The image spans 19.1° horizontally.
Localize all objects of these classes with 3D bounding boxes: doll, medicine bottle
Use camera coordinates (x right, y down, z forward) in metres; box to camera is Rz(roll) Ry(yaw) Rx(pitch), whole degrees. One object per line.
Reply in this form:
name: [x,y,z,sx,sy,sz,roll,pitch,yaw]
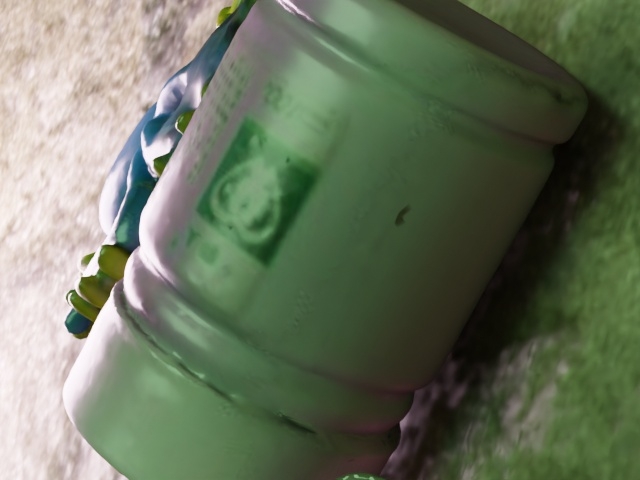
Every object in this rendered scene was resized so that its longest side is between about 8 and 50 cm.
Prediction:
doll: [-0.077,-0.081,1.385,0.346,0.099,0.341,-65,11,-21]
medicine bottle: [0.000,0.000,1.172,0.325,0.212,0.212,-62,34,15]

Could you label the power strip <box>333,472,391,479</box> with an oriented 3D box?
power strip: [0.104,0.185,0.965,0.286,0.048,0.080,18,74,35]
